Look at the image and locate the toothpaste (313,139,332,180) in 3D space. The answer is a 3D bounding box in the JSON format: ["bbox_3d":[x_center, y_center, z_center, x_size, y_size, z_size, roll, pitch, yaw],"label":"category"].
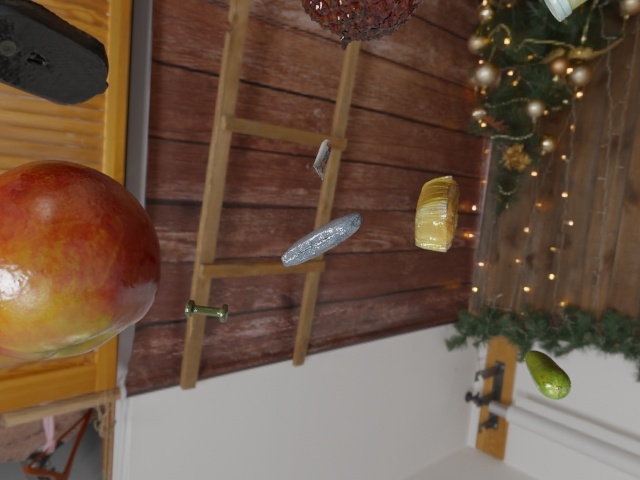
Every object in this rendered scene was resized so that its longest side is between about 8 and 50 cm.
[{"bbox_3d":[0.007,-0.230,1.394,0.033,0.052,0.218,-22,-154,21],"label":"toothpaste"}]

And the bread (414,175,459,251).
[{"bbox_3d":[0.340,-0.081,1.450,0.120,0.152,0.288,2,-156,16],"label":"bread"}]

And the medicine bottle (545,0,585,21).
[{"bbox_3d":[0.558,-0.533,0.985,0.218,0.073,0.074,-32,171,23],"label":"medicine bottle"}]

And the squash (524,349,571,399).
[{"bbox_3d":[0.483,0.285,1.081,0.067,0.066,0.201,6,-173,5],"label":"squash"}]

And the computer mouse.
[{"bbox_3d":[-0.593,-0.394,1.037,0.116,0.183,0.323,53,-165,20],"label":"computer mouse"}]

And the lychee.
[{"bbox_3d":[0.119,-0.812,1.534,0.426,0.424,0.499,4,150,-10],"label":"lychee"}]

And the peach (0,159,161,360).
[{"bbox_3d":[-0.487,0.028,0.937,0.389,0.387,0.388,5,-173,-1],"label":"peach"}]

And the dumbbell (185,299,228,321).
[{"bbox_3d":[-0.320,0.199,1.411,0.118,0.046,0.052,9,-149,-2],"label":"dumbbell"}]

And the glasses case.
[{"bbox_3d":[0.000,0.000,1.351,0.283,0.067,0.109,-32,180,41],"label":"glasses case"}]
